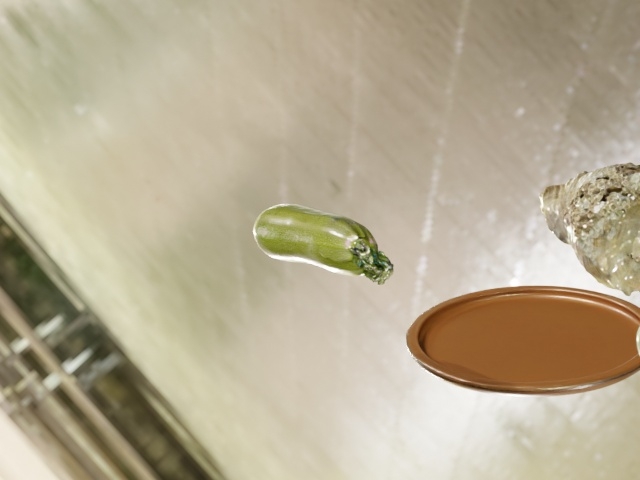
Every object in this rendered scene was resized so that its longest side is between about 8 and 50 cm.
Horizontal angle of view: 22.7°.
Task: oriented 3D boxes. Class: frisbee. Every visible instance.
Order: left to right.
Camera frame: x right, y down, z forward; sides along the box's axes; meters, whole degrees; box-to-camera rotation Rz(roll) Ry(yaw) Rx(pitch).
[{"bbox_3d":[0.209,0.098,1.573,0.251,0.251,0.021,27,126,54],"label":"frisbee"}]

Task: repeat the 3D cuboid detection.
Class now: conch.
[{"bbox_3d":[0.403,-0.033,2.179,0.245,0.178,0.163,31,136,45],"label":"conch"}]

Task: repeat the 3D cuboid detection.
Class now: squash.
[{"bbox_3d":[0.000,0.000,1.313,0.052,0.052,0.183,55,160,-26],"label":"squash"}]

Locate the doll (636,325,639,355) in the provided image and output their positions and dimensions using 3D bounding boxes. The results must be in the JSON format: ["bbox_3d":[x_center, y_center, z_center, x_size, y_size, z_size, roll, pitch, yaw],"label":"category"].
[{"bbox_3d":[0.344,0.122,1.109,0.113,0.155,0.275,36,-171,-41],"label":"doll"}]
